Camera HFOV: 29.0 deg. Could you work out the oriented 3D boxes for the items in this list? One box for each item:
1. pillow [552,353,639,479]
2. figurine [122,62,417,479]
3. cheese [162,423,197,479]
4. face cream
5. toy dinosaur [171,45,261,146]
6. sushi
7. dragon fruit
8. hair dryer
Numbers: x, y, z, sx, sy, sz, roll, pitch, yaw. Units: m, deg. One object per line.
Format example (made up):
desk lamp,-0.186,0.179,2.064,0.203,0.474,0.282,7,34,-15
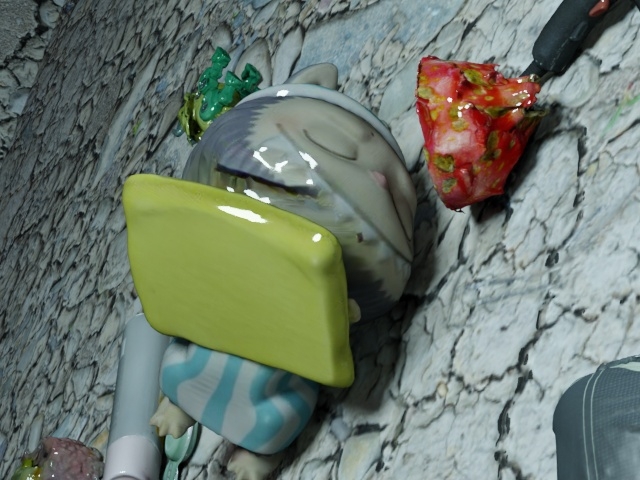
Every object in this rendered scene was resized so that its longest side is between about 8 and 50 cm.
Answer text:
pillow,0.208,0.204,0.716,0.161,0.093,0.335,-34,38,41
figurine,0.000,0.000,1.280,0.378,0.266,0.361,-43,-24,-43
cheese,-0.172,0.252,1.492,0.067,0.026,0.120,7,82,67
face cream,-0.231,0.220,1.575,0.269,0.073,0.107,-89,1,-47
toy dinosaur,-0.139,-0.179,1.791,0.153,0.094,0.259,-58,33,12
sushi,-0.389,0.385,1.701,0.161,0.108,0.241,-40,34,48
dragon fruit,0.157,-0.101,1.125,0.111,0.153,0.153,-8,51,21
hair dryer,0.248,-0.181,1.079,0.271,0.091,0.235,128,146,-52
